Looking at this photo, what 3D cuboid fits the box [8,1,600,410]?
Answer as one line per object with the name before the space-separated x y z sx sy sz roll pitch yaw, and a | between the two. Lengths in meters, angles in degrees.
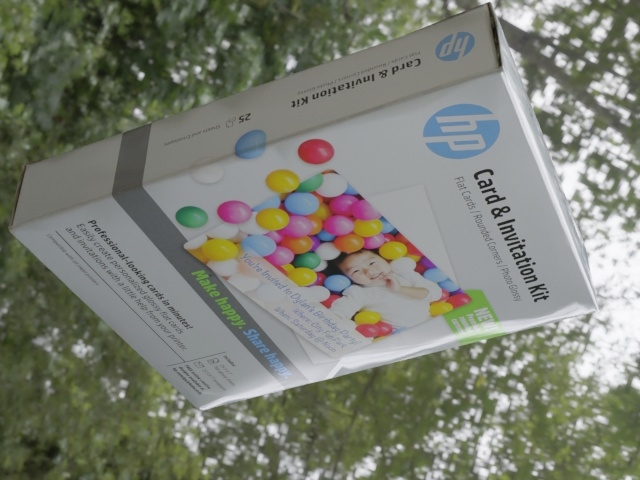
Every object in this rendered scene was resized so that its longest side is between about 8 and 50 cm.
box | 0.000 0.000 0.407 0.186 0.145 0.038 -17 -132 17
